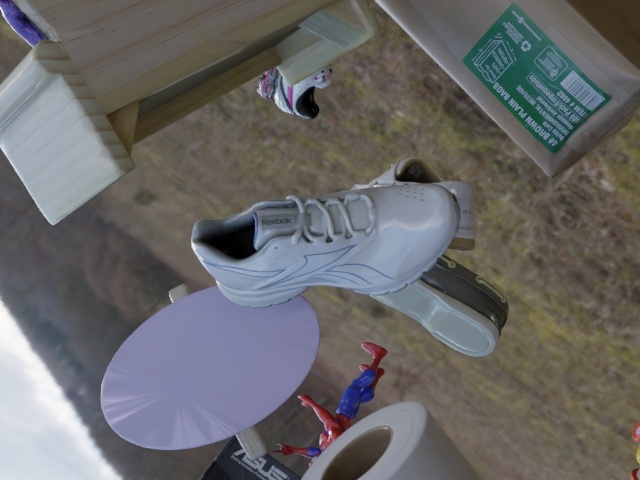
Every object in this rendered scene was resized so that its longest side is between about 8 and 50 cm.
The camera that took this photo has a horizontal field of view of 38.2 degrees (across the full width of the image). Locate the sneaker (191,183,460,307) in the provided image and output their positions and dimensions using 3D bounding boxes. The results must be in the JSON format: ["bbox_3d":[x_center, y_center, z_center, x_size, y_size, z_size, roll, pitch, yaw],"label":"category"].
[{"bbox_3d":[0.000,0.000,0.974,0.297,0.111,0.129,-16,153,18],"label":"sneaker"}]

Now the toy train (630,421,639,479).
[{"bbox_3d":[0.336,0.228,0.808,0.125,0.046,0.166,8,-145,-51],"label":"toy train"}]

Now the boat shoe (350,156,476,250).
[{"bbox_3d":[0.117,-0.058,1.172,0.098,0.096,0.277,6,-172,-26],"label":"boat shoe"}]

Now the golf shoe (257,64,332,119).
[{"bbox_3d":[-0.014,-0.223,1.088,0.086,0.067,0.186,33,143,10],"label":"golf shoe"}]

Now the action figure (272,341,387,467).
[{"bbox_3d":[0.011,0.288,1.596,0.139,0.280,0.091,12,129,14],"label":"action figure"}]

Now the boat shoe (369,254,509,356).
[{"bbox_3d":[0.137,0.047,1.347,0.305,0.091,0.109,35,143,2],"label":"boat shoe"}]

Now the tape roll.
[{"bbox_3d":[0.101,0.370,1.317,0.169,0.246,0.246,52,170,-9],"label":"tape roll"}]

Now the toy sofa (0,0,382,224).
[{"bbox_3d":[-0.129,-0.182,0.837,0.150,0.362,0.177,-23,102,50],"label":"toy sofa"}]

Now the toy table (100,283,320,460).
[{"bbox_3d":[-0.131,0.162,1.173,0.161,0.274,0.252,100,154,-80],"label":"toy table"}]

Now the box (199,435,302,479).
[{"bbox_3d":[-0.071,0.547,1.469,0.395,0.318,0.097,31,161,22],"label":"box"}]

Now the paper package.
[{"bbox_3d":[0.277,-0.275,1.152,0.325,0.168,0.309,48,-141,10],"label":"paper package"}]
